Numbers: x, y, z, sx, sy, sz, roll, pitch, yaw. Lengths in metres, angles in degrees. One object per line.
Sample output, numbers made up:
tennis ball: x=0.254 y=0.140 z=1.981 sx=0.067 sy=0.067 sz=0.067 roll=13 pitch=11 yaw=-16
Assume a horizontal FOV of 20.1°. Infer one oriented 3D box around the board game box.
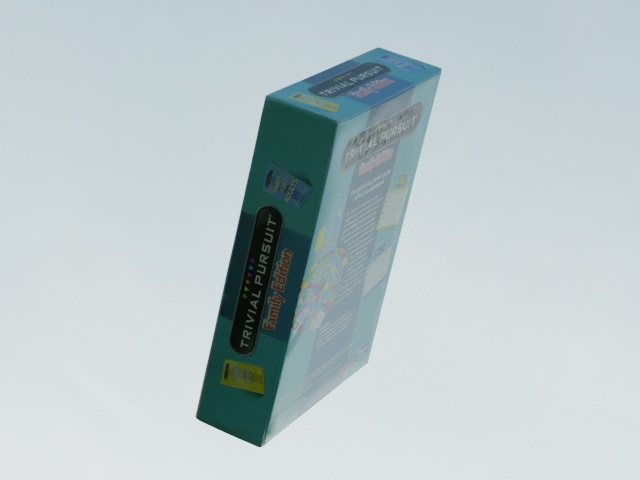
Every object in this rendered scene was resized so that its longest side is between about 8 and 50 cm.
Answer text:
board game box: x=0.000 y=0.000 z=1.755 sx=0.079 sy=0.254 sz=0.336 roll=21 pitch=-67 yaw=19
